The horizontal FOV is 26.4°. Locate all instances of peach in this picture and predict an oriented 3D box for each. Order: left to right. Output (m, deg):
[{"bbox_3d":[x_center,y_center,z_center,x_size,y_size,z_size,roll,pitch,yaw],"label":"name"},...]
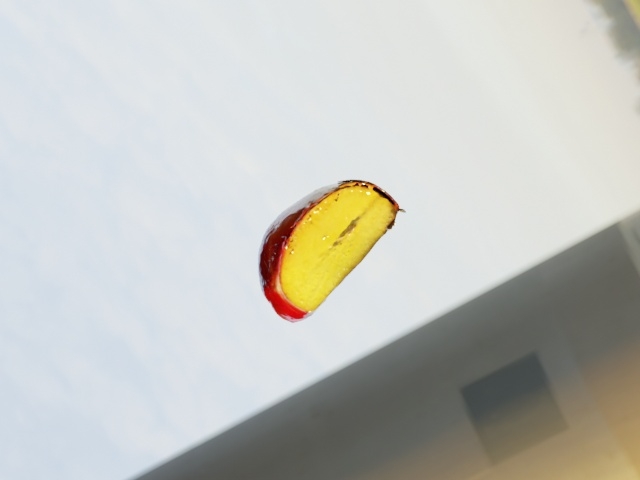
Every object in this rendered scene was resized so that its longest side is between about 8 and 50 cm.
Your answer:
[{"bbox_3d":[0.000,0.000,0.731,0.050,0.083,0.077,46,-141,-11],"label":"peach"}]
